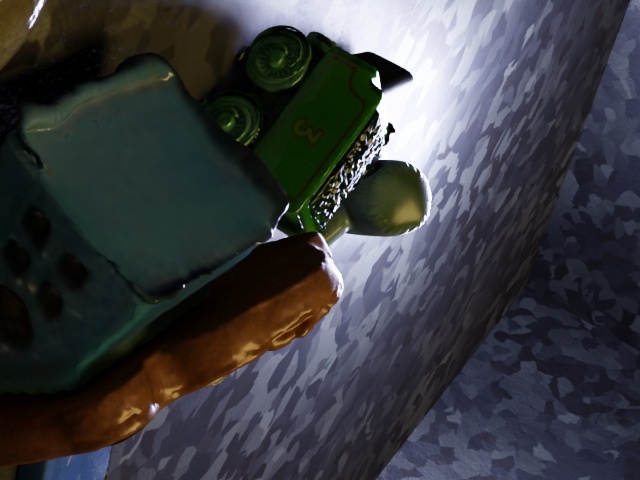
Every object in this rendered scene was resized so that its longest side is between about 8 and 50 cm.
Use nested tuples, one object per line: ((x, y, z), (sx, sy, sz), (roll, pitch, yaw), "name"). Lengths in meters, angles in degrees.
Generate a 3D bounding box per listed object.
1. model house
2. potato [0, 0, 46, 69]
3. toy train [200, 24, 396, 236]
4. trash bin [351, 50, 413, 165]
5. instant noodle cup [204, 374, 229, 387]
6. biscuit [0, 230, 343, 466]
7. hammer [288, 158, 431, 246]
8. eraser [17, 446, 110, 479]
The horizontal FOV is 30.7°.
((-0.213, 0.013, 1.118), (0.303, 0.215, 0.237), (-48, 172, 37), "model house")
((-0.271, -0.160, 0.751), (0.251, 0.159, 0.174), (-30, 180, 8), "potato")
((-0.030, -0.131, 1.386), (0.243, 0.188, 0.132), (-55, 163, -13), "toy train")
((0.028, -0.164, 1.604), (0.225, 0.115, 0.165), (-31, 146, -58), "trash bin")
((-0.168, 0.102, 1.507), (0.127, 0.127, 0.135), (-43, 146, -40), "instant noodle cup")
((-0.168, 0.106, 1.233), (0.455, 0.350, 0.078), (-30, 108, -32), "biscuit")
((0.000, 0.000, 1.735), (0.335, 0.119, 0.206), (-39, -165, -17), "hammer")
((-0.333, 0.321, 1.497), (0.144, 0.042, 0.312), (-35, 149, -52), "eraser")
